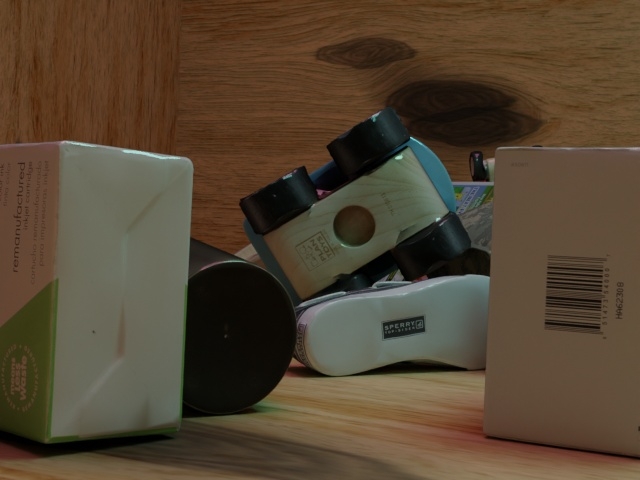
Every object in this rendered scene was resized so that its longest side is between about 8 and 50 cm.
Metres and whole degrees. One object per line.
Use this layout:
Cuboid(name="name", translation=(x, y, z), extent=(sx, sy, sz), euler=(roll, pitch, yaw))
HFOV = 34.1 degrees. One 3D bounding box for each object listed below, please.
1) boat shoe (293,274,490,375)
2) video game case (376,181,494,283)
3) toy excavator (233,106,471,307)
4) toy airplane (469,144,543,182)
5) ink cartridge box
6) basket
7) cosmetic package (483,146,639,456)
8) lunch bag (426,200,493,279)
Cuboid(name="boat shoe", translation=(0.092, 0.094, 1.166), extent=(0.301, 0.108, 0.102), euler=(-6, 7, -28))
Cuboid(name="video game case", translation=(0.163, 0.013, 1.771), extent=(0.300, 0.036, 0.329), euler=(3, 43, 38))
Cuboid(name="toy excavator", translation=(0.000, 0.000, 1.580), extent=(0.433, 0.222, 0.445), euler=(-32, 2, 8))
Cuboid(name="toy airplane", translation=(0.366, 0.031, 1.890), extent=(0.386, 0.272, 0.384), euler=(24, 44, 33))
Cuboid(name="ink cartridge box", translation=(-0.259, 0.031, 0.836), extent=(0.354, 0.207, 0.119), euler=(2, -1, 45))
Cuboid(name="basket", translation=(-0.129, 0.067, 0.935), extent=(0.204, 0.154, 0.227), euler=(4, 4, -32))
Cuboid(name="cosmetic package", translation=(0.234, 0.041, 0.861), extent=(0.138, 0.224, 0.225), euler=(3, 1, 28))
Cuboid(name="lunch bag", translation=(0.297, 0.014, 1.543), extent=(0.235, 0.168, 0.287), euler=(-24, 17, -13))
